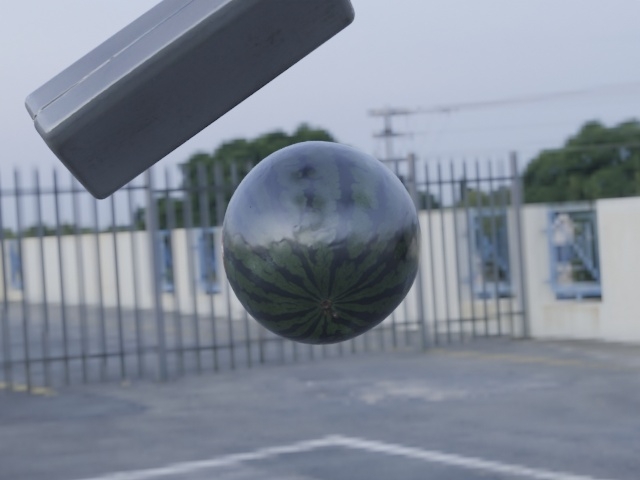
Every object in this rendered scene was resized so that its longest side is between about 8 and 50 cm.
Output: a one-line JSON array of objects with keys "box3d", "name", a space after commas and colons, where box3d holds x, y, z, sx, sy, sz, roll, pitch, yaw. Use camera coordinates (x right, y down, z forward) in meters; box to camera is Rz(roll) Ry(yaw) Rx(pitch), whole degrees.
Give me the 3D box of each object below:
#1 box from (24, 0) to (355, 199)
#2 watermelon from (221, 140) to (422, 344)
[{"box3d": [-0.092, -0.133, 0.997, 0.243, 0.055, 0.103, -35, -31, -2], "name": "box"}, {"box3d": [0.000, 0.000, 1.395, 0.212, 0.212, 0.212, -3, 1, 0], "name": "watermelon"}]
